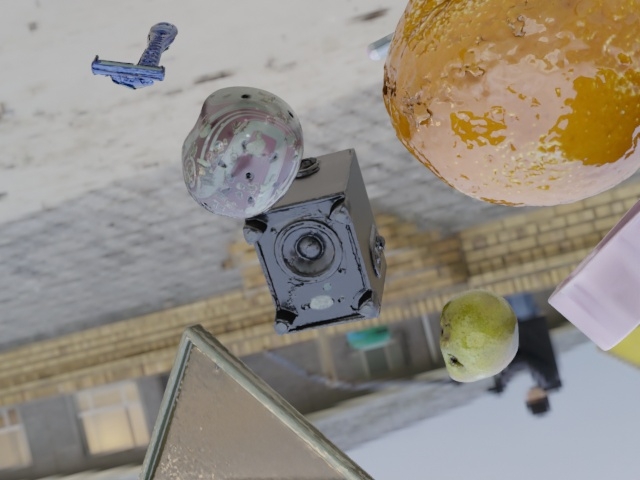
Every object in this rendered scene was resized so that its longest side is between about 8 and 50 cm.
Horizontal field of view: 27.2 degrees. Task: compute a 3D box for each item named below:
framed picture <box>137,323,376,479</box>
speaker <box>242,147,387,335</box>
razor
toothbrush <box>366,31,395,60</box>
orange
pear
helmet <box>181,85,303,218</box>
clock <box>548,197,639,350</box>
[{"bbox_3d":[-0.061,0.261,1.265,0.020,0.240,0.324,-5,-149,-46],"label":"framed picture"},{"bbox_3d":[0.000,0.000,2.192,0.184,0.232,0.254,-13,-160,11],"label":"speaker"},{"bbox_3d":[-0.239,-0.250,1.821,0.093,0.056,0.324,8,-161,0],"label":"razor"},{"bbox_3d":[0.219,-0.343,1.872,0.342,0.025,0.030,-28,141,5],"label":"toothbrush"},{"bbox_3d":[0.243,-0.193,1.455,0.293,0.340,0.341,36,153,-23],"label":"orange"},{"bbox_3d":[0.238,0.138,1.912,0.104,0.141,0.141,-2,-176,30],"label":"pear"},{"bbox_3d":[-0.093,-0.109,1.710,0.153,0.177,0.107,19,-176,-20],"label":"helmet"},{"bbox_3d":[0.344,-0.021,1.237,0.275,0.080,0.290,-46,174,-3],"label":"clock"}]
